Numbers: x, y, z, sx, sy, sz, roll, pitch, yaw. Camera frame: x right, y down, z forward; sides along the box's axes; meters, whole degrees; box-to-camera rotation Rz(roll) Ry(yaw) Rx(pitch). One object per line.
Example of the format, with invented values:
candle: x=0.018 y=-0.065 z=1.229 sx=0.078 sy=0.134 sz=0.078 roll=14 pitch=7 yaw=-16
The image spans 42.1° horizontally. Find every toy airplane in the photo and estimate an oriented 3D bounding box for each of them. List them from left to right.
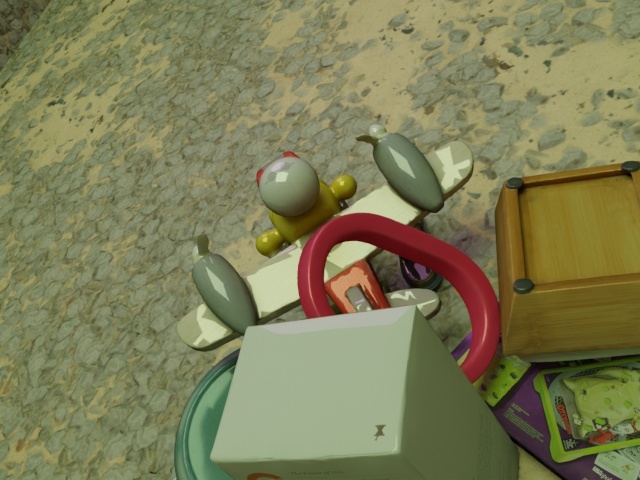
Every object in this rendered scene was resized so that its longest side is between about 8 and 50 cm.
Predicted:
toy airplane: x=0.000 y=0.000 z=1.213 sx=0.384 sy=0.272 sz=0.386 roll=2 pitch=52 yaw=34

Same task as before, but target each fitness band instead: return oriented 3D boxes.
fitness band: x=0.102 y=0.081 z=1.045 sx=0.054 sy=0.291 sz=0.209 roll=-40 pitch=33 yaw=52

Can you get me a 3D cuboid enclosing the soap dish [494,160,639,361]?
soap dish: x=0.344 y=0.018 z=1.086 sx=0.229 sy=0.118 sz=0.291 roll=-7 pitch=39 yaw=14

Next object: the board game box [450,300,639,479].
board game box: x=0.328 y=0.190 z=1.050 sx=0.208 sy=0.056 sz=0.347 roll=-48 pitch=42 yaw=-6

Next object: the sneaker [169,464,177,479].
sneaker: x=-0.194 y=0.347 z=1.278 sx=0.098 sy=0.038 sz=0.069 roll=-26 pitch=43 yaw=12

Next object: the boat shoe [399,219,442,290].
boat shoe: x=0.143 y=0.005 z=1.334 sx=0.066 sy=0.066 sz=0.183 roll=-27 pitch=42 yaw=12

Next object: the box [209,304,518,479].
box: x=0.070 y=0.246 z=0.949 sx=0.215 sy=0.345 sz=0.168 roll=-10 pitch=48 yaw=27

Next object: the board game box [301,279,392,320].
board game box: x=0.036 y=0.144 z=1.299 sx=0.181 sy=0.043 sz=0.092 roll=-27 pitch=42 yaw=12

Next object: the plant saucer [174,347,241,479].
plant saucer: x=-0.081 y=0.280 z=1.208 sx=0.318 sy=0.043 sz=0.317 roll=-11 pitch=58 yaw=18
